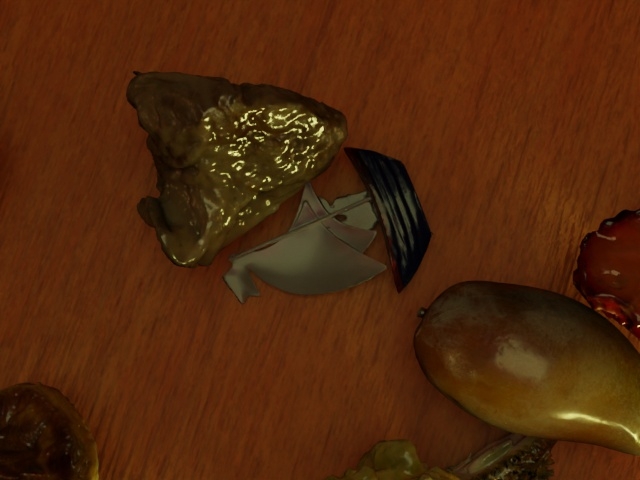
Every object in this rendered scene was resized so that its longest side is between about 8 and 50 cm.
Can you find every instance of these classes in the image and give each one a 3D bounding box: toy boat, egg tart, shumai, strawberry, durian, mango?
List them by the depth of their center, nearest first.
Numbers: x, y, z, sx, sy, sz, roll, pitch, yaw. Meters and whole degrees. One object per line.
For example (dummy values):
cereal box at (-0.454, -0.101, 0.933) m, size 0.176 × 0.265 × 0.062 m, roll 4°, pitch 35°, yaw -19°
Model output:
egg tart at (-0.451, 0.356, 1.704) m, size 0.351 × 0.153 × 0.339 m, roll -26°, pitch 39°, yaw 3°
mango at (0.312, 0.178, 1.750) m, size 0.384 × 0.221 × 0.199 m, roll 27°, pitch 117°, yaw 2°
shumai at (-0.125, -0.087, 1.767) m, size 0.314 × 0.267 × 0.263 m, roll 6°, pitch 87°, yaw -4°
strawberry at (0.512, 0.072, 1.780) m, size 0.336 × 0.149 × 0.265 m, roll 11°, pitch 66°, yaw -5°
durian at (0.284, 0.324, 1.793) m, size 0.224 × 0.078 × 0.140 m, roll -44°, pitch 84°, yaw -4°
toy boat at (0.026, 0.013, 1.851) m, size 0.318 × 0.072 × 0.219 m, roll -45°, pitch 81°, yaw -3°

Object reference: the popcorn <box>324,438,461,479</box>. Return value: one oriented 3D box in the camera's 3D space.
popcorn at (0.102, 0.402, 1.688) m, size 0.293 × 0.237 × 0.293 m, roll 5°, pitch 99°, yaw 30°
